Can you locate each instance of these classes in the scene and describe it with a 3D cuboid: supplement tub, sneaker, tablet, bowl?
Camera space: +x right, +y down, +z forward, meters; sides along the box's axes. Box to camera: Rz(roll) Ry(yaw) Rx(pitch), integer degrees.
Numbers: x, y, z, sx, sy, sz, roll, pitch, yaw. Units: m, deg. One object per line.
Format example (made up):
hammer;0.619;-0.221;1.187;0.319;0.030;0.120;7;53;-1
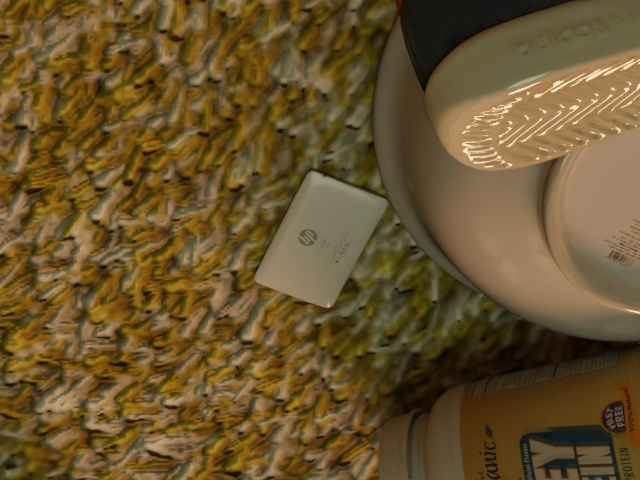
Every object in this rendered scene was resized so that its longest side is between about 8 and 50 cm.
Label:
supplement tub;0.149;0.146;1.158;0.199;0.144;0.144;-15;120;17
sneaker;0.199;-0.149;0.938;0.350;0.148;0.131;-12;155;-19
tablet;0.000;0.000;1.153;0.054;0.006;0.083;21;114;-16
bowl;0.183;-0.052;1.071;0.297;0.134;0.298;-2;118;-4
